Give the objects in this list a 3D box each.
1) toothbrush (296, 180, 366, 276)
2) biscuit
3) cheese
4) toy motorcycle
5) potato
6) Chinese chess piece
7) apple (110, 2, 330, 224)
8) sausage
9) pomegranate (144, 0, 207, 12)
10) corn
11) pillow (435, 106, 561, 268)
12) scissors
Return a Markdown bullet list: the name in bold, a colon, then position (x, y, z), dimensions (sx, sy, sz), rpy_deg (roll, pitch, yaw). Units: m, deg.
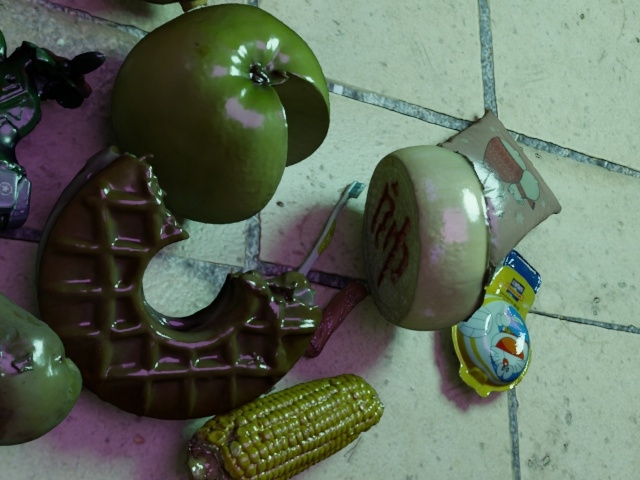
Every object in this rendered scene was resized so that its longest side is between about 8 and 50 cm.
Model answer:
- **toothbrush**: position (0.000, 0.000, 1.448), dimensions (0.263, 0.026, 0.022), rpy_deg (-55, 140, -32)
- **biscuit**: position (-0.187, 0.080, 1.181), dimensions (0.366, 0.115, 0.268), rpy_deg (39, 88, -22)
- **cheese**: position (0.292, 0.133, 1.576), dimensions (0.177, 0.069, 0.270), rpy_deg (42, 55, -16)
- **toy motorcycle**: position (-0.386, -0.135, 1.169), dimensions (0.187, 0.125, 0.275), rpy_deg (7, 73, -23)
- **potato**: position (-0.391, 0.126, 1.056), dimensions (0.262, 0.165, 0.165), rpy_deg (31, 59, -10)
- **Chinese chess piece**: position (0.150, -0.003, 1.398), dimensions (0.112, 0.270, 0.270), rpy_deg (-2, 75, -16)
- **apple**: position (-0.126, -0.169, 1.272), dimensions (0.292, 0.254, 0.292), rpy_deg (13, 64, -27)
- **sausage**: position (0.021, 0.112, 1.419), dimensions (0.036, 0.042, 0.158), rpy_deg (28, 50, 20)
- **pomegranate**: position (-0.208, -0.437, 1.329), dimensions (0.233, 0.233, 0.233), rpy_deg (12, 69, -32)
- **corn**: position (-0.044, 0.253, 1.277), dimensions (0.321, 0.119, 0.119), rpy_deg (-19, 86, -41)
- **pillow**: position (0.296, -0.098, 1.644), dimensions (0.223, 0.084, 0.236), rpy_deg (-32, 91, -39)
- **scissors**: position (-0.299, -0.216, 1.189), dimensions (0.088, 0.220, 0.017), rpy_deg (44, 74, -22)
